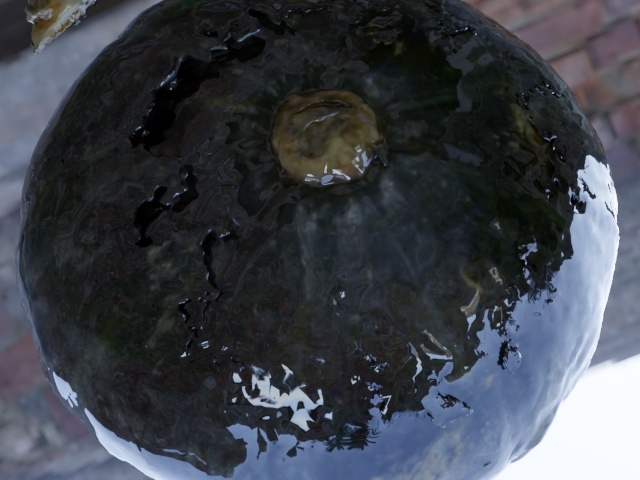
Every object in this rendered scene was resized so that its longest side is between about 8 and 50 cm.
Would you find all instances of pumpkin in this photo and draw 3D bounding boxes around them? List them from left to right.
[{"bbox_3d":[0.000,0.000,1.416,0.454,0.454,0.344,-30,166,-13],"label":"pumpkin"}]

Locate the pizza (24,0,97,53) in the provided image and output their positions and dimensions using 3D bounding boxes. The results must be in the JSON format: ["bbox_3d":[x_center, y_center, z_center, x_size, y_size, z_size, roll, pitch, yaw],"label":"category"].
[{"bbox_3d":[-0.134,-0.182,1.076,0.185,0.036,0.176,9,-119,54],"label":"pizza"}]
